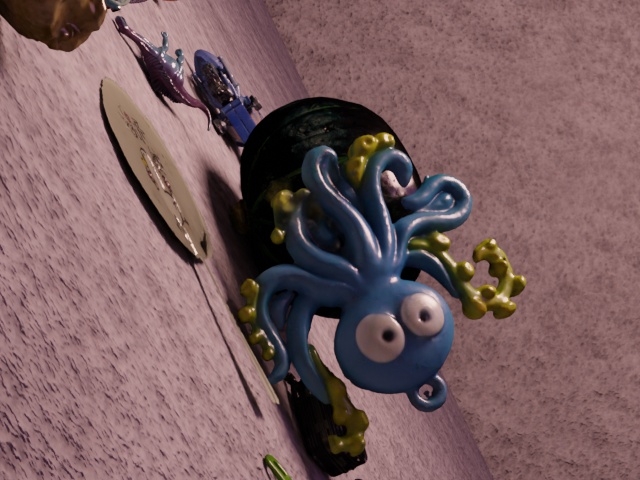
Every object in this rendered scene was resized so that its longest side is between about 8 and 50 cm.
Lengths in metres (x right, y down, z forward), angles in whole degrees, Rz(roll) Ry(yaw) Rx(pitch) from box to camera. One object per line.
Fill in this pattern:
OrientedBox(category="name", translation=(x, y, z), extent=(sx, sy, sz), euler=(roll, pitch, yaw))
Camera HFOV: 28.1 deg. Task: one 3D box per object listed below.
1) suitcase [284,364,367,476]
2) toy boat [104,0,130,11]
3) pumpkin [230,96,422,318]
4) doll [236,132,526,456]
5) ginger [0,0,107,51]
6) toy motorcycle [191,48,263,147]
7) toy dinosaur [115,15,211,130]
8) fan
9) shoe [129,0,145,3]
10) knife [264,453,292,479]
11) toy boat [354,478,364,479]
OrientedBox(category="suitcase", translation=(0.008, 0.216, 1.535), extent=(0.086, 0.059, 0.126), euler=(54, 14, -48))
OrientedBox(category="toy boat", translation=(-0.262, -0.312, 1.487), extent=(0.069, 0.058, 0.173), euler=(66, 8, 19))
OrientedBox(category="pumpkin", translation=(0.001, -0.041, 1.708), extent=(0.315, 0.238, 0.315), euler=(166, -90, -77))
OrientedBox(category="doll", translation=(0.069, 0.042, 1.497), extent=(0.341, 0.346, 0.099), euler=(63, -21, 4))
OrientedBox(category="ginger", translation=(-0.268, -0.280, 1.146), extent=(0.109, 0.116, 0.263), euler=(101, -27, -49))
OrientedBox(category="toy motorcycle", translation=(-0.129, -0.198, 1.976), extent=(0.205, 0.076, 0.114), euler=(56, 1, -31))
OrientedBox(category="toy dinosaur", translation=(-0.201, -0.222, 1.662), extent=(0.197, 0.045, 0.080), euler=(50, 26, -31))
OrientedBox(category="fan", translation=(-0.145, -0.003, 1.402), extent=(0.415, 0.012, 0.233), euler=(62, 8, 15))
OrientedBox(category="shoe", translation=(-0.281, -0.425, 1.621), extent=(0.137, 0.095, 0.245), euler=(-16, 86, -85))
OrientedBox(category="knife", translation=(-0.013, 0.288, 1.281), extent=(0.078, 0.022, 0.166), euler=(52, 13, -78))
OrientedBox(category="toy boat", translation=(0.075, 0.383, 1.416), extent=(0.221, 0.067, 0.291), euler=(64, 10, 1))
